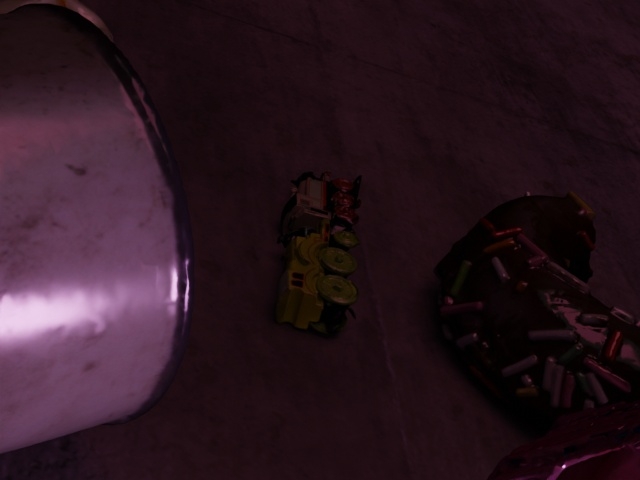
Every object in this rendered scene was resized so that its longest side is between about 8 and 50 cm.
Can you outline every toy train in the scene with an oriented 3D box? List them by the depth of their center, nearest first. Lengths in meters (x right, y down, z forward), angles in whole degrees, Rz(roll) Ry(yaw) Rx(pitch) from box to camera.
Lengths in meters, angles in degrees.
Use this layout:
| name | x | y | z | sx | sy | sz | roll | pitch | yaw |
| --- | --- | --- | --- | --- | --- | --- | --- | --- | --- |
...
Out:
| name | x | y | z | sx | sy | sz | roll | pitch | yaw |
| --- | --- | --- | --- | --- | --- | --- | --- | --- | --- |
| toy train | 0.000 | 0.000 | 1.144 | 0.085 | 0.053 | 0.250 | 16 | 32 | -6 |

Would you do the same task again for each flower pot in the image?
| name | x | y | z | sx | sy | sz | roll | pitch | yaw |
| --- | --- | --- | --- | --- | --- | --- | --- | --- | --- |
| flower pot | -0.291 | 0.017 | 0.702 | 0.330 | 0.294 | 0.293 | -16 | 50 | -39 |

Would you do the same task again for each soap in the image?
| name | x | y | z | sx | sy | sz | roll | pitch | yaw |
| --- | --- | --- | --- | --- | --- | --- | --- | --- | --- |
| soap | 0.185 | 0.208 | 0.777 | 0.099 | 0.250 | 0.162 | -17 | 53 | -47 |

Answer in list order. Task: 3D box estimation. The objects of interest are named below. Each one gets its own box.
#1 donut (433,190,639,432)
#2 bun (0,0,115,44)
| name | x | y | z | sx | sy | sz | roll | pitch | yaw |
| --- | --- | --- | --- | --- | --- | --- | --- | --- | --- |
| donut | 0.261 | 0.084 | 1.137 | 0.345 | 0.136 | 0.259 | 40 | 31 | 25 |
| bun | -0.261 | -0.125 | 1.010 | 0.293 | 0.187 | 0.293 | 18 | 34 | -13 |
